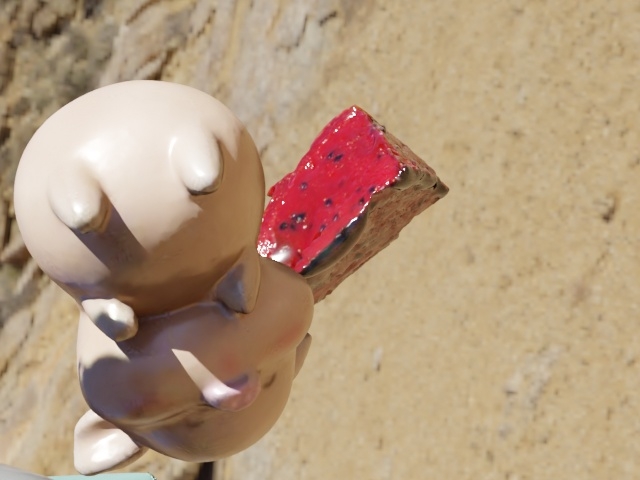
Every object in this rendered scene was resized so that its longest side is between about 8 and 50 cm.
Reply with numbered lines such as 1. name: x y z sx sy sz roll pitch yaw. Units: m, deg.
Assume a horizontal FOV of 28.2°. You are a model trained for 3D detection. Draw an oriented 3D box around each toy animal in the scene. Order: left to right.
1. toy animal: -0.091 0.024 0.739 0.154 0.166 0.250 -110 8 -54

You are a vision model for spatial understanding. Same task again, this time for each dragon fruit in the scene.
1. dragon fruit: 0.011 0.011 0.922 0.192 0.092 0.122 -49 33 -3

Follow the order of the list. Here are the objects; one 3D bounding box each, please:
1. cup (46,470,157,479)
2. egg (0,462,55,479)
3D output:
1. cup: -0.229 0.245 1.004 0.134 0.235 0.148 48 122 31
2. egg: -0.116 0.189 0.482 0.176 0.232 0.176 -52 -6 -8
